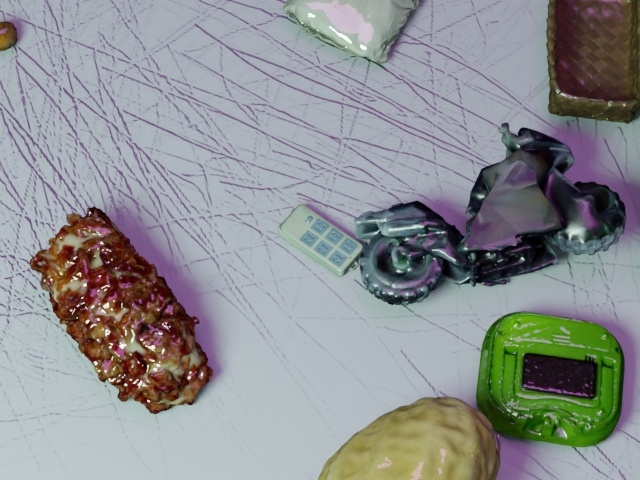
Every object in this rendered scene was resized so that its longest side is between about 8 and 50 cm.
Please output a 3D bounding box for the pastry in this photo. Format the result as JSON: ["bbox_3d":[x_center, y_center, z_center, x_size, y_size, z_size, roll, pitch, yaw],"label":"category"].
[{"bbox_3d":[-0.187,0.068,1.704,0.115,0.097,0.208,-32,68,-10],"label":"pastry"}]

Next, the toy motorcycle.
[{"bbox_3d":[0.162,-0.029,1.782,0.270,0.106,0.159,-13,59,-4],"label":"toy motorcycle"}]

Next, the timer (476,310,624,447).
[{"bbox_3d":[0.222,0.131,1.722,0.140,0.047,0.128,9,60,1],"label":"timer"}]

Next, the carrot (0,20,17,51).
[{"bbox_3d":[-0.364,-0.209,1.888,0.093,0.032,0.032,-14,61,-7],"label":"carrot"}]

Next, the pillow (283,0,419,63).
[{"bbox_3d":[0.059,-0.300,1.965,0.128,0.051,0.229,27,62,3],"label":"pillow"}]

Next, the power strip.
[{"bbox_3d":[0.000,0.000,1.801,0.090,0.016,0.040,35,63,15],"label":"power strip"}]

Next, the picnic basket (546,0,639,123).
[{"bbox_3d":[0.294,-0.211,1.928,0.110,0.055,0.193,6,59,0],"label":"picnic basket"}]

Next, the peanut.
[{"bbox_3d":[0.050,0.271,1.578,0.149,0.149,0.313,24,65,9],"label":"peanut"}]
